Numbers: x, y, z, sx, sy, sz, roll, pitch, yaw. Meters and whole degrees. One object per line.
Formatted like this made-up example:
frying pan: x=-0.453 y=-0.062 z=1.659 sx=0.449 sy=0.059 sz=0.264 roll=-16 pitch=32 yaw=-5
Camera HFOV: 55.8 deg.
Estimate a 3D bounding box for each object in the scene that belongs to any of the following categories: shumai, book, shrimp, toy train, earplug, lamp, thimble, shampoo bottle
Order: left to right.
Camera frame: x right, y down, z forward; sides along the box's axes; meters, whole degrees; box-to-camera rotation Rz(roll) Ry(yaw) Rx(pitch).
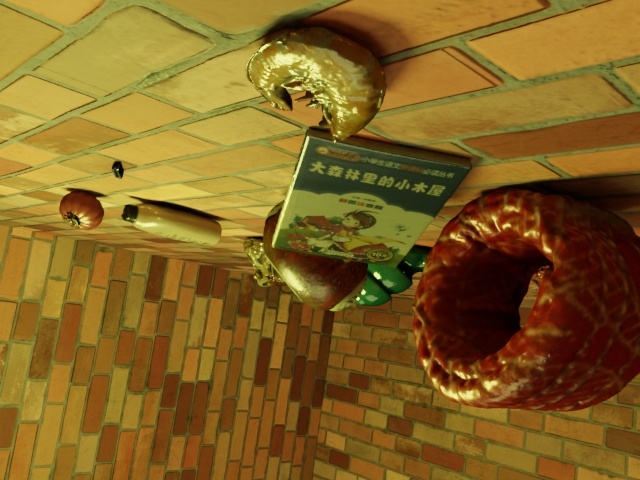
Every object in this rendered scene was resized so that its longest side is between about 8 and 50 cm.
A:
lamp: x=-0.590 y=-0.074 z=1.494 sx=0.107 sy=0.092 sz=0.108 roll=10 pitch=136 yaw=9
toy train: x=-0.384 y=-0.133 z=1.142 sx=0.017 sy=0.017 sz=0.083 roll=17 pitch=170 yaw=-11
shampoo bottle: x=-0.380 y=-0.044 z=1.539 sx=0.256 sy=0.078 sz=0.127 roll=13 pitch=176 yaw=-42
shumai: x=-0.167 y=0.071 z=1.922 sx=0.161 sy=0.153 sz=0.209 roll=4 pitch=171 yaw=-22
shrimp: x=-0.002 y=-0.149 z=0.580 sx=0.132 sy=0.052 sz=0.187 roll=19 pitch=166 yaw=7
book: x=0.057 y=-0.046 z=0.914 sx=0.228 sy=0.018 sz=0.322 roll=9 pitch=152 yaw=-8
earplug: x=0.206 y=0.090 z=1.603 sx=0.164 sy=0.280 sz=0.257 roll=42 pitch=-172 yaw=-39
thimble: x=0.321 y=0.093 z=0.937 sx=0.230 sy=0.350 sz=0.350 roll=15 pitch=170 yaw=-27

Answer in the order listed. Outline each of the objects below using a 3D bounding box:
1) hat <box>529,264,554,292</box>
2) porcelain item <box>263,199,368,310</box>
hat: x=0.518 y=0.078 z=1.403 sx=0.236 sy=0.107 sz=0.286 roll=-3 pitch=176 yaw=4
porcelain item: x=0.015 y=0.005 z=1.179 sx=0.252 sy=0.253 sz=0.253 roll=8 pitch=172 yaw=1
